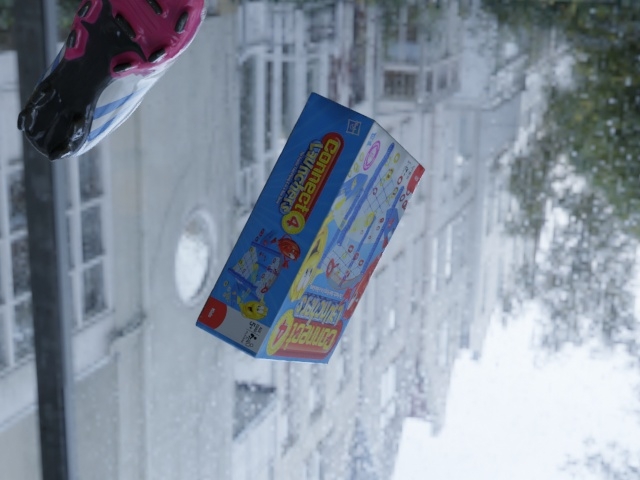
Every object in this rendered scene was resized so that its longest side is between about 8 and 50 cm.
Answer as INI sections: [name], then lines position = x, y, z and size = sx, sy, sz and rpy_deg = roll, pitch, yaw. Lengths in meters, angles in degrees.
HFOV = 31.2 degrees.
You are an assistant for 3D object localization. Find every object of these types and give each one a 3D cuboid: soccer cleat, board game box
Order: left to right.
[soccer cleat]
position = -0.222, -0.218, 1.286
size = 0.331, 0.116, 0.143
rpy_deg = -38, -173, 37
[board game box]
position = 0.000, 0.000, 1.430
size = 0.086, 0.302, 0.308
rpy_deg = 27, -179, 18
